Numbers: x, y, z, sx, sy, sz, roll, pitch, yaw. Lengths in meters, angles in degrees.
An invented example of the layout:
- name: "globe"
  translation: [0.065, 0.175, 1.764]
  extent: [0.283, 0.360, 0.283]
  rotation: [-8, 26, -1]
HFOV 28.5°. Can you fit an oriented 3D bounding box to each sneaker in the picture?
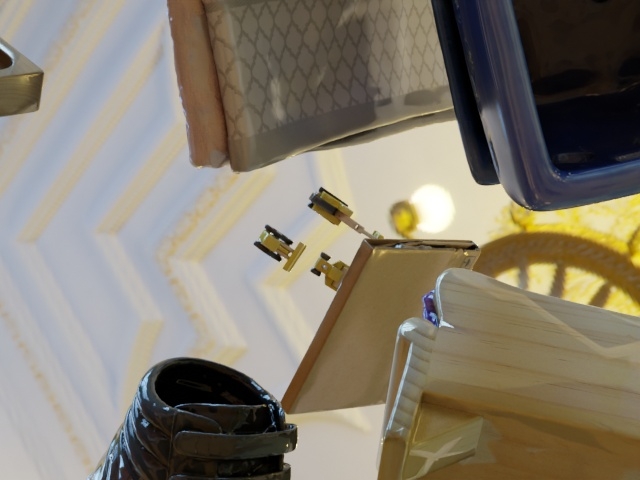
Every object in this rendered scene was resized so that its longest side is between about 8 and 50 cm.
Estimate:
- name: "sneaker"
  translation: [-0.049, 0.181, 0.707]
  extent: [0.296, 0.104, 0.147]
  rotation: [49, -52, 43]

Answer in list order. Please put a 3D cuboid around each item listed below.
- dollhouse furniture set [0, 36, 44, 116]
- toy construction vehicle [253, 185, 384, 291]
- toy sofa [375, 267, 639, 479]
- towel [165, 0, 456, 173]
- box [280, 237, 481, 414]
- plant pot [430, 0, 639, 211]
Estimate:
- name: "dollhouse furniture set"
  translation: [-0.225, -0.131, 0.650]
  extent: [0.144, 0.151, 0.123]
  rotation: [37, -54, 35]
- name: "toy construction vehicle"
  translation: [0.000, 0.000, 1.192]
  extent: [0.098, 0.035, 0.086]
  rotation: [36, -88, -13]
- name: "toy sofa"
  translation: [0.219, 0.159, 0.863]
  extent: [0.362, 0.177, 0.150]
  rotation: [11, -51, 7]
- name: "towel"
  translation: [0.018, -0.218, 0.793]
  extent: [0.053, 0.332, 0.317]
  rotation: [2, -77, 34]
- name: "box"
  translation: [0.060, 0.085, 1.254]
  extent: [0.021, 0.164, 0.201]
  rotation: [45, -60, 36]
- name: "plant pot"
  translation: [0.180, -0.152, 0.724]
  extent: [0.212, 0.235, 0.236]
  rotation: [-170, -113, -85]
